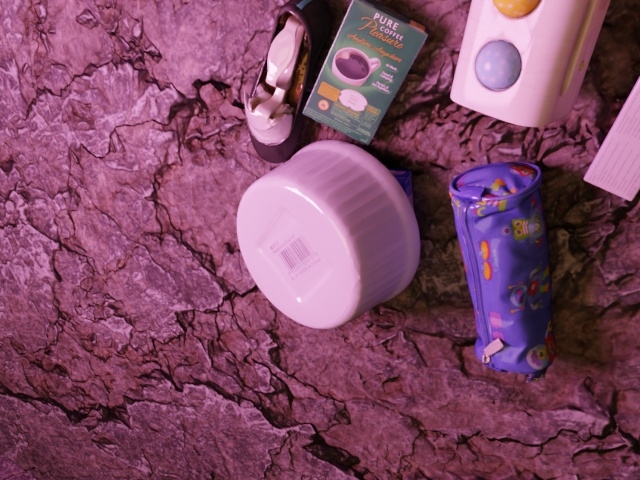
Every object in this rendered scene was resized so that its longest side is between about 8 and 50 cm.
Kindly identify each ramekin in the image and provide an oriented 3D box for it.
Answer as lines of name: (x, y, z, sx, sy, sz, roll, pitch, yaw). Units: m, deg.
ramekin: (0.000, 0.000, 0.904, 0.277, 0.135, 0.277, 24, 130, 33)

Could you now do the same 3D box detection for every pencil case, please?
pencil case: (0.258, 0.046, 0.836, 0.119, 0.133, 0.306, 13, 123, 49)

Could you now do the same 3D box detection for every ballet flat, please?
ballet flat: (-0.066, -0.228, 0.881, 0.095, 0.096, 0.280, 27, 125, 11)

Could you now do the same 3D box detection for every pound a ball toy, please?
pound a ball toy: (0.267, -0.279, 0.618, 0.208, 0.135, 0.319, 32, 129, 33)

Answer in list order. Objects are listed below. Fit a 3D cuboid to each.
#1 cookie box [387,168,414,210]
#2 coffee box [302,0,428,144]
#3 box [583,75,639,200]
cookie box: (0.097, -0.055, 0.922, 0.092, 0.040, 0.107, 5, 117, 28)
coffee box: (0.060, -0.236, 0.832, 0.113, 0.040, 0.184, 25, 127, -3)
box: (0.393, -0.193, 0.645, 0.067, 0.063, 0.324, 30, 135, 21)
